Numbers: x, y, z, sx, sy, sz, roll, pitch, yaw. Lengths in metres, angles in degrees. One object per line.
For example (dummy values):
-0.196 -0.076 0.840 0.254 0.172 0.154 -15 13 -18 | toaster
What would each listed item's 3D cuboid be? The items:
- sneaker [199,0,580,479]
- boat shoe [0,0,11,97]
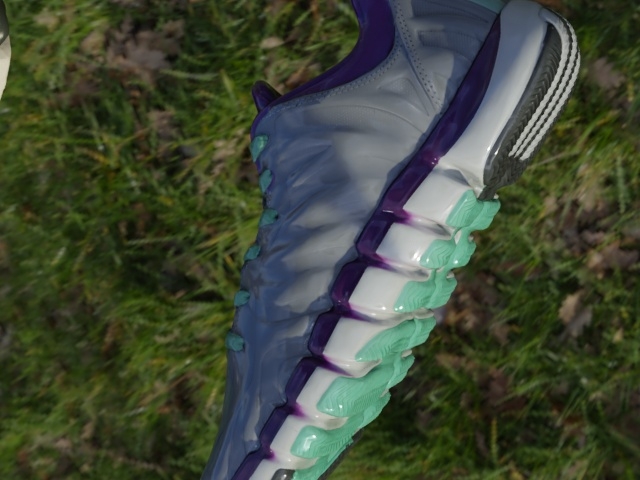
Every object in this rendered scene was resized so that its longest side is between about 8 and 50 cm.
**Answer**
0.000 0.000 0.451 0.098 0.083 0.223 33 96 16 | sneaker
-0.298 -0.064 0.745 0.340 0.158 0.127 -54 44 50 | boat shoe
